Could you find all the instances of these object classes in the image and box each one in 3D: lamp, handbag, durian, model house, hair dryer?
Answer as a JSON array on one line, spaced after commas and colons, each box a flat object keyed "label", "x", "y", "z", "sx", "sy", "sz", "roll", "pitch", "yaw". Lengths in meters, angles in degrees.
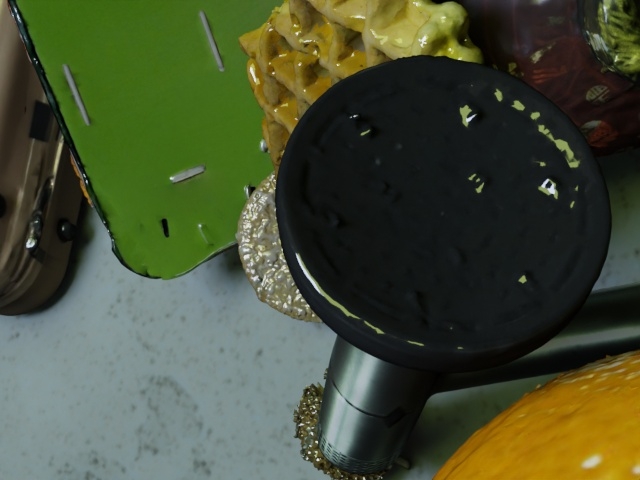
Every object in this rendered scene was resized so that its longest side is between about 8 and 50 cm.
[{"label": "lamp", "x": 0.170, "y": -0.165, "z": 0.866, "sx": 0.247, "sy": 0.247, "sz": 0.247, "roll": -9, "pitch": 72, "yaw": 28}, {"label": "handbag", "x": -0.321, "y": -0.098, "z": 1.187, "sx": 0.283, "sy": 0.149, "sz": 0.302, "roll": 4, "pitch": 80, "yaw": 29}, {"label": "durian", "x": 0.025, "y": 0.125, "z": 0.966, "sx": 0.091, "sy": 0.080, "sz": 0.080, "roll": 32, "pitch": 94, "yaw": -8}, {"label": "model house", "x": -0.110, "y": -0.143, "z": 1.053, "sx": 0.207, "sy": 0.294, "sz": 0.154, "roll": -23, "pitch": 16, "yaw": -12}, {"label": "hair dryer", "x": 0.118, "y": 0.011, "z": 0.796, "sx": 0.284, "sy": 0.320, "sz": 0.156, "roll": -27, "pitch": 68, "yaw": -9}]

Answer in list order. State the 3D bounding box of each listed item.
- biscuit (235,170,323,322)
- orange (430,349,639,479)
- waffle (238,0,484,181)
[{"label": "biscuit", "x": 0.000, "y": 0.000, "z": 1.011, "sx": 0.120, "sy": 0.015, "sz": 0.120, "roll": 0, "pitch": 88, "yaw": -2}, {"label": "orange", "x": 0.174, "y": 0.257, "z": 0.645, "sx": 0.424, "sy": 0.326, "sz": 0.424, "roll": 14, "pitch": 105, "yaw": 61}, {"label": "waffle", "x": 0.022, "y": -0.087, "z": 0.890, "sx": 0.253, "sy": 0.056, "sz": 0.249, "roll": 4, "pitch": 119, "yaw": 62}]
